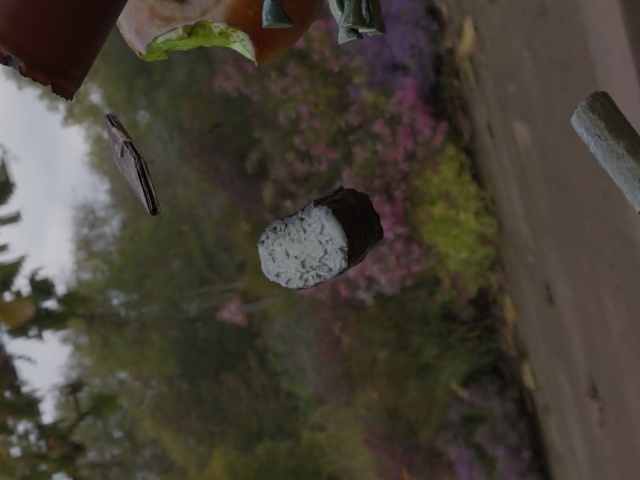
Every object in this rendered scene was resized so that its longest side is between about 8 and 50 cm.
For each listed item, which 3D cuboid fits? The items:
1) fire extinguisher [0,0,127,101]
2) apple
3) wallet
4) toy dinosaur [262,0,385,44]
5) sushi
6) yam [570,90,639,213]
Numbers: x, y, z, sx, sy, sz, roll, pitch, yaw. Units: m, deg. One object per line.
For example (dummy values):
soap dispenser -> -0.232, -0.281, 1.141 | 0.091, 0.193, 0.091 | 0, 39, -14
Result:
fire extinguisher -> -0.131, -0.262, 0.843 | 0.337, 0.106, 0.147 | -62, -12, 1
apple -> -0.105, -0.289, 1.451 | 0.226, 0.246, 0.246 | -1, -105, -71
wallet -> -0.261, -0.107, 1.815 | 0.176, 0.026, 0.095 | -129, 24, -55
toy dinosaur -> 0.002, -0.244, 1.133 | 0.363, 0.076, 0.147 | -13, -81, -57
sushi -> 0.000, 0.000, 1.436 | 0.078, 0.150, 0.090 | -33, -89, -44
yam -> 0.402, -0.115, 1.763 | 0.169, 0.068, 0.068 | 57, 180, 16
